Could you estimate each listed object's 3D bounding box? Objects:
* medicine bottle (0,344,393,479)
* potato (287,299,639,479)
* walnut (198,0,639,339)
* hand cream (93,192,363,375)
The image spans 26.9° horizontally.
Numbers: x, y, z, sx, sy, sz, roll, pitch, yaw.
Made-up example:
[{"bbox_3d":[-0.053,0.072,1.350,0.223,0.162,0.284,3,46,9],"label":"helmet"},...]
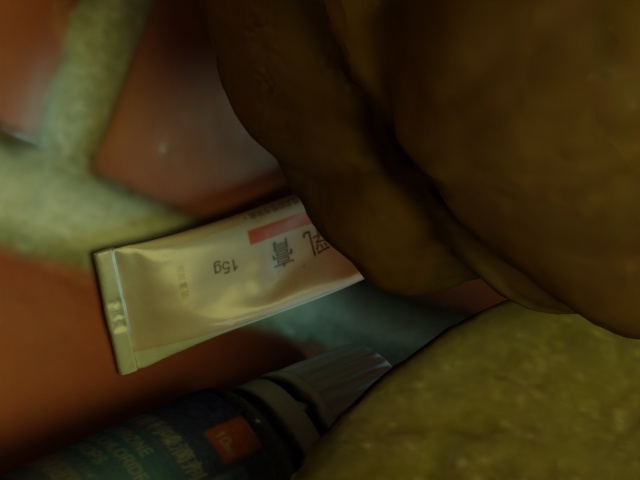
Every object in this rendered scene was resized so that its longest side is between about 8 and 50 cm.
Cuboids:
[{"bbox_3d":[-0.050,0.108,0.582,0.203,0.083,0.083,-19,112,-37],"label":"medicine bottle"},{"bbox_3d":[0.183,0.261,0.535,0.319,0.442,0.385,84,28,-47],"label":"potato"},{"bbox_3d":[0.128,-0.129,0.513,0.344,0.306,0.306,-51,125,-21],"label":"walnut"},{"bbox_3d":[-0.001,-0.001,0.624,0.216,0.038,0.052,-20,85,-26],"label":"hand cream"}]
